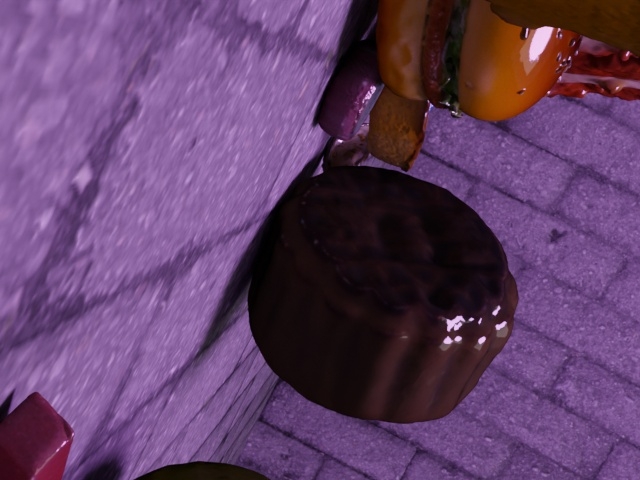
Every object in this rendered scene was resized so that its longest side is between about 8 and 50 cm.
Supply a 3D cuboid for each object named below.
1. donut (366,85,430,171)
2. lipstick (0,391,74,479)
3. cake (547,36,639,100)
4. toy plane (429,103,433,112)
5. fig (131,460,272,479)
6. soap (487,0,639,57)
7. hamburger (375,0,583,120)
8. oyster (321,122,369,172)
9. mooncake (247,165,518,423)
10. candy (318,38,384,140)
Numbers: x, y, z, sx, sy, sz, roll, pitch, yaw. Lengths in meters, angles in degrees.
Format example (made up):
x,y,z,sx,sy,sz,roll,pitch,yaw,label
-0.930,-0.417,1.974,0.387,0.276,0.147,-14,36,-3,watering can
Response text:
x,y,z,sx,sy,sz,roll,pitch,yaw,label
0.087,-0.168,1.054,0.178,0.065,0.162,-83,-178,-46,donut
-0.182,0.207,0.509,0.312,0.051,0.051,-66,173,31,lipstick
0.309,-0.322,1.112,0.319,0.269,0.270,32,68,-70,cake
0.149,-0.267,1.281,0.169,0.078,0.247,-19,130,-84,toy plane
-0.093,0.314,0.756,0.316,0.316,0.316,-62,176,-8,fig
0.199,-0.303,0.566,0.293,0.156,0.335,12,98,-65,soap
0.161,-0.225,0.859,0.246,0.169,0.246,19,90,-75,hamburger
0.036,-0.096,1.143,0.083,0.081,0.038,-24,-176,-24,oyster
0.073,0.049,1.033,0.290,0.290,0.161,-57,171,-53,mooncake
0.035,-0.148,0.936,0.103,0.043,0.103,-61,178,-4,candy
